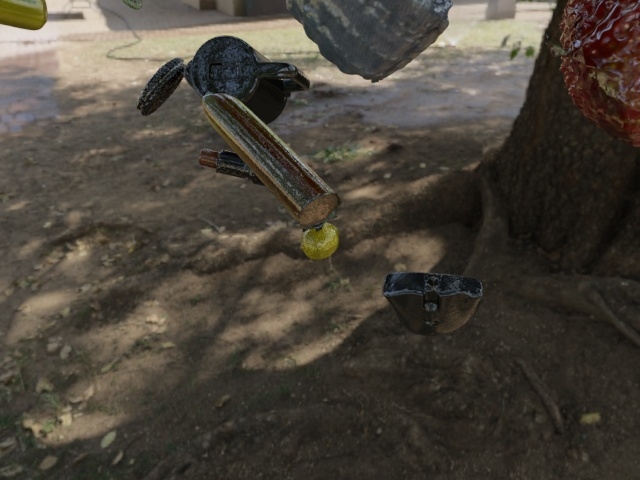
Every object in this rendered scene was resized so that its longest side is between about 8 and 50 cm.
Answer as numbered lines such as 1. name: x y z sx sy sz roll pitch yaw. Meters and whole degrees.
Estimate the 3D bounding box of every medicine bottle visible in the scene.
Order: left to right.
1. medicine bottle: -0.496 -0.343 0.781 0.095 0.064 0.260 57 27 10

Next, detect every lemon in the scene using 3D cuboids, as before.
1. lemon: 0.000 0.000 1.735 0.133 0.109 0.109 -30 36 -18

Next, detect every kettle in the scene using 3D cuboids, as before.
1. kettle: -0.186 -0.406 1.556 0.262 0.203 0.308 29 7 4

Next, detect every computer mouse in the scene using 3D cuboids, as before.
1. computer mouse: 0.181 0.105 0.921 0.146 0.088 0.264 1 -16 17

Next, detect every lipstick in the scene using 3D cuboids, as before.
1. lipstick: -0.184 -0.196 1.584 0.299 0.081 0.081 15 27 6

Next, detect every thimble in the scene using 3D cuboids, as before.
1. thimble: 0.065 -0.357 0.838 0.236 0.172 0.205 52 40 1

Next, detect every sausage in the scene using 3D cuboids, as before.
1. sausage: -0.101 -0.150 0.962 0.082 0.082 0.371 -16 48 -33

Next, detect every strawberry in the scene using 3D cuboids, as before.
1. strawberry: 0.457 -0.297 0.850 0.292 0.292 0.343 24 42 38

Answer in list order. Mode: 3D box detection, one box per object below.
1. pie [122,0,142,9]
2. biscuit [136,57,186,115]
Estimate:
1. pie: -0.529 -0.686 1.631 0.021 0.084 0.084 -18 14 31
2. biscuit: -0.443 -0.428 1.631 0.053 0.194 0.194 42 23 -13
